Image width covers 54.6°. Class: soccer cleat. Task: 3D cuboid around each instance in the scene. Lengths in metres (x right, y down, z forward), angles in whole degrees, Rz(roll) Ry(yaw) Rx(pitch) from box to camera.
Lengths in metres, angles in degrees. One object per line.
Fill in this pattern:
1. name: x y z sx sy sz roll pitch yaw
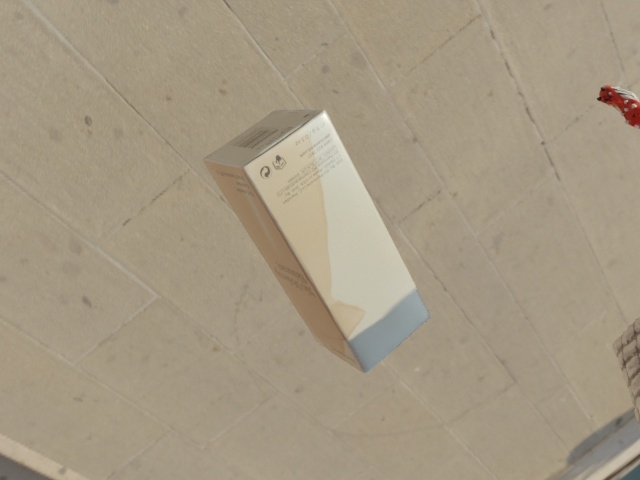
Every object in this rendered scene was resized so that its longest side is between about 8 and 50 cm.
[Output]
1. soccer cleat: 0.364 -0.159 0.730 0.035 0.083 0.029 -11 133 -20

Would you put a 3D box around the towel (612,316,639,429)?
1. towel: 0.335 0.086 0.369 0.121 0.235 0.284 28 128 -10

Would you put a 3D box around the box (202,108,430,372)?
1. box: 0.000 0.000 0.780 0.121 0.148 0.311 -38 114 -17
